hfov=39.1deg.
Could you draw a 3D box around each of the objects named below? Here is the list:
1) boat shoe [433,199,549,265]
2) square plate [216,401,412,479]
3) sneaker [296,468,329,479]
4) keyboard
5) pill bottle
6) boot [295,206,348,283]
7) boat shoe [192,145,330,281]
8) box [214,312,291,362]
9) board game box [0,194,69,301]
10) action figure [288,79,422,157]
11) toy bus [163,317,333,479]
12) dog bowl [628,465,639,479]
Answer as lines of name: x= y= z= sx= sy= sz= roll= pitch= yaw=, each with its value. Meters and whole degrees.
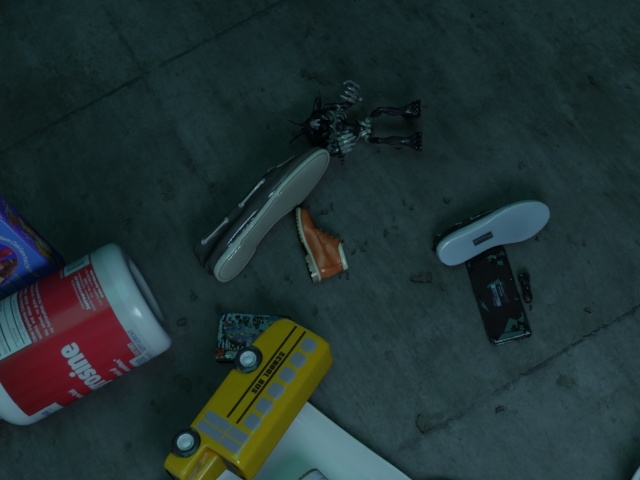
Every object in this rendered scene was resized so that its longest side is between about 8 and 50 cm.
boat shoe: x=0.320 y=-0.024 z=1.720 sx=0.228 sy=0.080 sz=0.076 roll=-27 pitch=28 yaw=1
square plate: x=-0.065 y=0.461 z=1.553 sx=0.347 sy=0.049 sz=0.344 roll=33 pitch=69 yaw=23
sneaker: x=-0.049 y=0.514 z=1.435 sx=0.153 sy=0.099 sz=0.282 roll=36 pitch=68 yaw=26
keyboard: x=0.345 y=0.101 z=1.685 sx=0.108 sy=0.023 sz=0.180 roll=-17 pitch=65 yaw=8
pill bottle: x=-0.500 y=0.192 z=1.655 sx=0.407 sy=0.229 sz=0.229 roll=-29 pitch=65 yaw=-4
boot: x=0.000 y=0.000 z=1.765 sx=0.084 sy=0.059 sz=0.158 roll=-19 pitch=73 yaw=-3
boat shoe: x=-0.122 y=-0.071 z=1.767 sx=0.095 sy=0.112 sz=0.335 roll=40 pitch=88 yaw=24
box: x=-0.127 y=0.187 z=1.712 sx=0.137 sy=0.027 sz=0.094 roll=1 pitch=67 yaw=9
board game box: x=-0.629 y=0.054 z=1.672 sx=0.233 sy=0.347 sz=0.078 roll=-25 pitch=64 yaw=-4
action figure: x=0.065 y=-0.237 z=1.815 sx=0.275 sy=0.141 sz=0.164 roll=-1 pitch=77 yaw=6
toy bus: x=-0.123 y=0.297 z=1.567 sx=0.130 sy=0.108 sz=0.333 roll=27 pitch=65 yaw=22
dog bowl: x=0.605 y=0.458 z=1.424 sx=0.265 sy=0.104 sz=0.265 roll=-2 pitch=60 yaw=3
